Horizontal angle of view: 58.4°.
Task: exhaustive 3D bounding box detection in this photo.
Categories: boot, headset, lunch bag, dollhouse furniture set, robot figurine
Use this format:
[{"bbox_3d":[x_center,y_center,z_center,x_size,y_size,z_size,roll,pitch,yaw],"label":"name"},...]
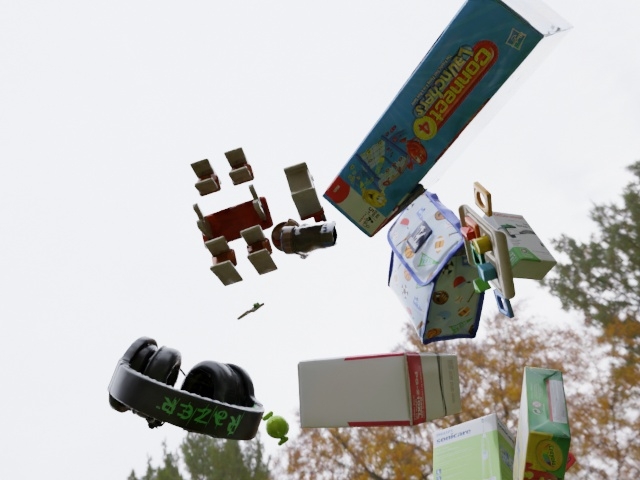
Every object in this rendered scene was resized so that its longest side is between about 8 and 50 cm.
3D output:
[{"bbox_3d":[0.000,0.000,1.229,0.106,0.219,0.082,-3,-88,16],"label":"boot"},{"bbox_3d":[-0.247,0.280,0.980,0.243,0.394,0.185,23,-99,-18],"label":"headset"},{"bbox_3d":[0.359,0.076,1.798,0.239,0.327,0.385,-7,-55,-15],"label":"lunch bag"},{"bbox_3d":[-0.126,-0.056,1.189,0.259,0.262,0.135,-18,-30,2],"label":"dollhouse furniture set"},{"bbox_3d":[-0.129,0.558,1.711,0.067,0.101,0.115,-31,-19,-8],"label":"robot figurine"}]

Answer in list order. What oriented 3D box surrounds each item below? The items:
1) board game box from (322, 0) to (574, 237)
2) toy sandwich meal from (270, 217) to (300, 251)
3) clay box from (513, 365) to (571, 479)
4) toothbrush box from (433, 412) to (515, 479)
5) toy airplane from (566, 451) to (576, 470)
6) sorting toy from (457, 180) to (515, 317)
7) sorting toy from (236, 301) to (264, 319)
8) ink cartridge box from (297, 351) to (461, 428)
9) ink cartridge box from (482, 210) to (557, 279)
[{"bbox_3d":[0.177,-0.177,0.760,0.086,0.308,0.302,43,-55,7],"label":"board game box"},{"bbox_3d":[-0.081,-0.011,1.401,0.086,0.029,0.085,0,-88,-5],"label":"toy sandwich meal"},{"bbox_3d":[0.288,0.296,0.760,0.053,0.127,0.222,3,-63,16],"label":"clay box"},{"bbox_3d":[0.428,0.649,1.579,0.206,0.283,0.122,-29,-65,27],"label":"toothbrush box"},{"bbox_3d":[0.432,0.460,1.062,0.151,0.151,0.028,-28,-55,-6],"label":"toy airplane"},{"bbox_3d":[0.374,0.025,1.333,0.047,0.196,0.347,-20,-65,-5],"label":"sorting toy"},{"bbox_3d":[-0.171,0.172,1.453,0.083,0.012,0.062,-39,-11,39],"label":"sorting toy"},{"bbox_3d":[0.099,0.227,0.876,0.172,0.100,0.237,-11,-16,28],"label":"ink cartridge box"},{"bbox_3d":[0.607,0.013,1.798,0.160,0.219,0.092,5,-47,-28],"label":"ink cartridge box"}]
